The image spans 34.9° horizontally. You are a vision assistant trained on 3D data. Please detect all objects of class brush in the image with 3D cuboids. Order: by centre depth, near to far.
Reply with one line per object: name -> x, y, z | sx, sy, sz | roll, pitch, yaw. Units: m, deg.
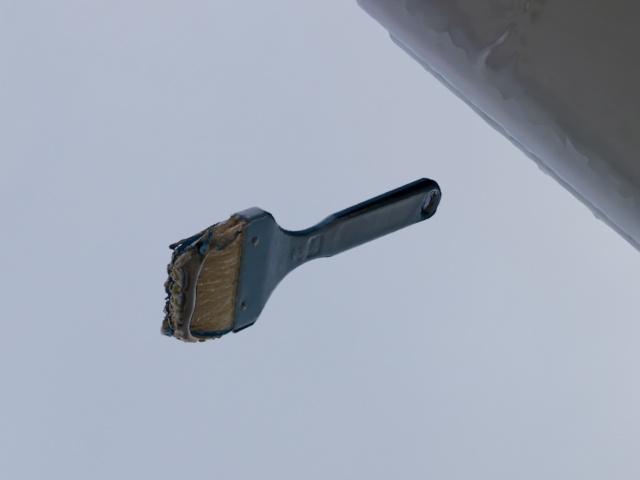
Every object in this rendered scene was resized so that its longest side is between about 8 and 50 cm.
brush -> 0.000, 0.000, 0.422 | 0.164, 0.014, 0.051 | -23, -47, -44

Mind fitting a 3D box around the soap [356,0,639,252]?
soap -> 0.246, -0.167, 0.585 | 0.350, 0.435, 0.213 | -46, -14, 9
